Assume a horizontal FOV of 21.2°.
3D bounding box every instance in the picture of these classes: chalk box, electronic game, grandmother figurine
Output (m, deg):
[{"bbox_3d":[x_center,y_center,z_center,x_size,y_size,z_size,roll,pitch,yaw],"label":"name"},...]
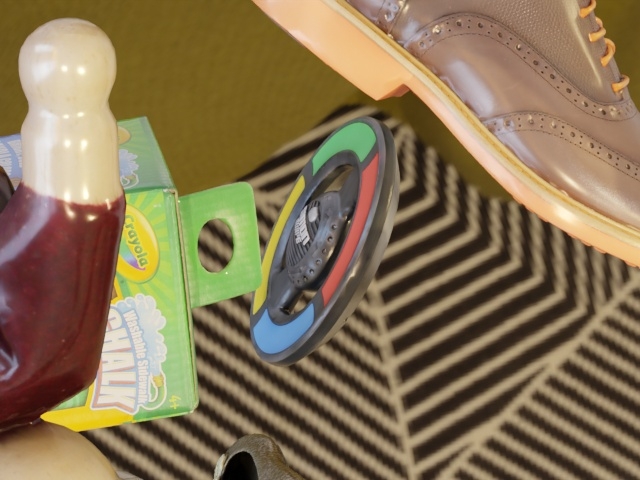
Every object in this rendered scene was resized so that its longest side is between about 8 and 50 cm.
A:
[{"bbox_3d":[-0.184,0.025,1.250,0.289,0.179,0.180,-9,112,-8],"label":"chalk box"},{"bbox_3d":[0.000,0.000,1.471,0.048,0.229,0.229,24,69,-19],"label":"electronic game"},{"bbox_3d":[-0.140,-0.007,0.534,0.104,0.208,0.342,-31,102,-40],"label":"grandmother figurine"}]

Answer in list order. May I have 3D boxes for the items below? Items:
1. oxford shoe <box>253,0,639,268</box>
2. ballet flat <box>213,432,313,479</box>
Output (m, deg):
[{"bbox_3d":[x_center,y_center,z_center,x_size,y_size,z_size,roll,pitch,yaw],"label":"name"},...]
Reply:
[{"bbox_3d":[0.137,-0.096,1.020,0.364,0.130,0.132,34,101,-2],"label":"oxford shoe"},{"bbox_3d":[-0.053,0.207,1.379,0.058,0.250,0.084,0,94,-18],"label":"ballet flat"}]
